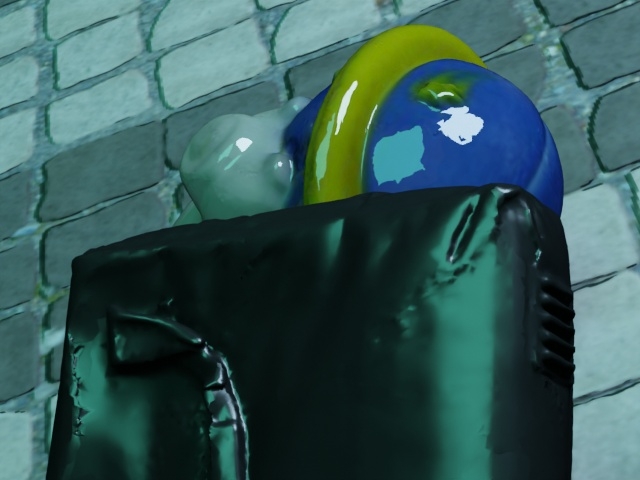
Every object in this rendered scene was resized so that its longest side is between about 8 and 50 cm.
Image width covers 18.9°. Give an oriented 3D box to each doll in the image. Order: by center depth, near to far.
[{"bbox_3d":[-0.013,0.009,0.949,0.242,0.159,0.311,3,45,33],"label":"doll"}]

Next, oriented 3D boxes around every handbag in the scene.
[{"bbox_3d":[-0.010,0.117,0.782,0.244,0.088,0.275,-8,68,27],"label":"handbag"}]
